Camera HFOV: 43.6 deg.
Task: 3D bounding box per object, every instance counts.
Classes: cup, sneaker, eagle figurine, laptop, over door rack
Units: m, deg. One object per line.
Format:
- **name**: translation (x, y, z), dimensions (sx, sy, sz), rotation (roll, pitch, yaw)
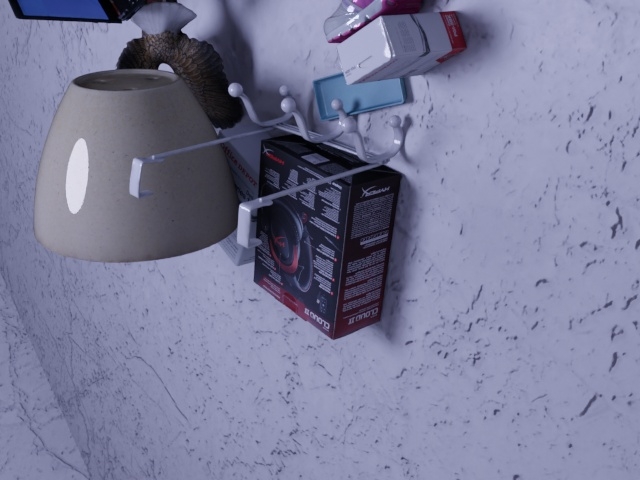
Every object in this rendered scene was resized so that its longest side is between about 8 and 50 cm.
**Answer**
- **cup**: translation (-0.296, -0.139, 1.267), dimensions (0.331, 0.331, 0.236), rotation (25, 123, 45)
- **sneaker**: translation (0.088, -0.351, 1.053), dimensions (0.252, 0.103, 0.111), rotation (-33, 76, 43)
- **eagle figurine**: translation (-0.272, -0.307, 1.397), dimensions (0.227, 0.225, 0.298), rotation (8, 114, 29)
- **laptop**: translation (-0.353, -0.453, 1.230), dimensions (0.264, 0.137, 0.234), rotation (-41, 53, 10)
- **over door rack**: translation (-0.071, -0.133, 1.115), dimensions (0.240, 0.324, 0.108), rotation (23, 132, 36)

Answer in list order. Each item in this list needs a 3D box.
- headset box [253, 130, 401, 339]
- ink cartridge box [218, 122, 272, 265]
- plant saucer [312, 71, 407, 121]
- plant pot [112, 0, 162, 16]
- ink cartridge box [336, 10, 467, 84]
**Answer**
- **headset box**: translation (0.000, 0.000, 1.279), dimensions (0.218, 0.110, 0.293), rotation (31, 126, 42)
- **ink cartridge box**: translation (-0.132, -0.082, 1.434), dimensions (0.153, 0.087, 0.208), rotation (48, 136, 28)
- **plant saucer**: translation (0.058, -0.224, 1.198), dimensions (0.192, 0.018, 0.067), rotation (-2, 101, 51)
- **plant pot**: translation (-0.394, -0.562, 1.462), dimensions (0.272, 0.272, 0.265), rotation (-26, 91, 53)
- **ink cartridge box**: translation (0.104, -0.249, 1.032), dimensions (0.099, 0.135, 0.056), rotation (-20, 87, 52)
